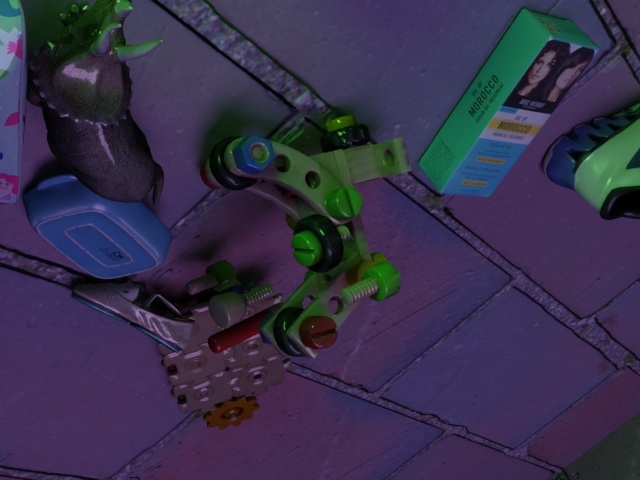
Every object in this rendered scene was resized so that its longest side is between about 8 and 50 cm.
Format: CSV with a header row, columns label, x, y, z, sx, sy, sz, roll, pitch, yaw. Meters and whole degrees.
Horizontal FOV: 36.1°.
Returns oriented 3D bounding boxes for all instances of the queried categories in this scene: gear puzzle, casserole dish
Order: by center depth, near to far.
label,x,y,z,sx,sy,sz,roll,pitch,yaw
casserole dish,-0.234,-0.008,1.045,0.114,0.037,0.188,-13,150,15
gear puzzle,-0.130,0.168,1.373,0.175,0.044,0.339,-16,142,-10

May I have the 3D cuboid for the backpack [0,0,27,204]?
label,x,y,z,sx,sy,sz,roll,pitch,yaw
backpack,-0.310,-0.135,0.678,0.191,0.253,0.225,-14,138,-32

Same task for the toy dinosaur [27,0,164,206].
label,x,y,z,sx,sy,sz,roll,pitch,yaw
toy dinosaur,-0.204,-0.101,0.879,0.121,0.160,0.313,-21,143,-15

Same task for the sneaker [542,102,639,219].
label,x,y,z,sx,sy,sz,roll,pitch,yaw
sneaker,0.495,-0.119,1.382,0.315,0.182,0.127,-31,147,-1

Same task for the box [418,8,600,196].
label,x,y,z,sx,sy,sz,roll,pitch,yaw
box,0.232,-0.165,1.227,0.100,0.060,0.244,2,133,-39

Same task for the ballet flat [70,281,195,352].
label,x,y,z,sx,sy,sz,roll,pitch,yaw
ballet flat,-0.222,0.079,1.178,0.168,0.057,0.052,34,78,-35

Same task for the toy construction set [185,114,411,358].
label,x,y,z,sx,sy,sz,roll,pitch,yaw
toy construction set,0.000,0.000,1.135,0.237,0.257,0.309,-23,161,-35
